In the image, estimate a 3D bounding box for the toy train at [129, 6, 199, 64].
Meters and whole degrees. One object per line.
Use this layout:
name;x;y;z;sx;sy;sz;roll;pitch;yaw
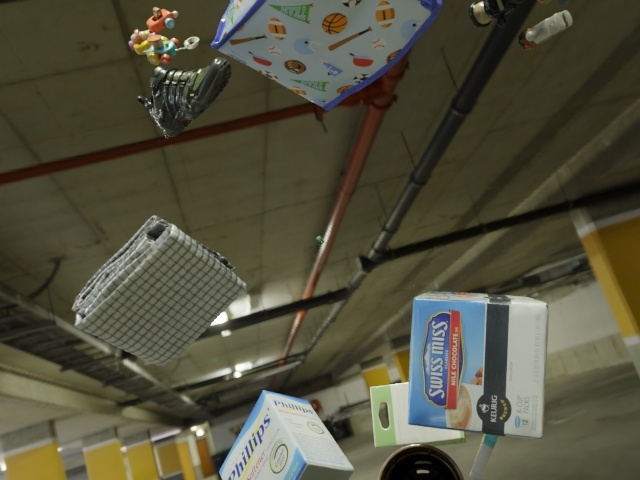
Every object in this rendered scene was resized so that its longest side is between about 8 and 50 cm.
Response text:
toy train;-0.317;-0.413;1.271;0.125;0.166;0.046;-38;-38;-10

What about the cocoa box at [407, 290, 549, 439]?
cocoa box;0.298;0.219;1.235;0.228;0.231;0.347;3;-2;14

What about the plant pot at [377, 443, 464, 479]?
plant pot;0.204;0.504;1.274;0.167;0.167;0.165;-19;-29;2

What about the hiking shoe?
hiking shoe;-0.258;-0.278;1.178;0.227;0.114;0.086;-30;24;40

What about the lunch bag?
lunch bag;0.014;-0.486;1.328;0.328;0.239;0.385;20;-20;-28

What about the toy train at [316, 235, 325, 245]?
toy train;0.000;0.000;1.586;0.017;0.023;0.083;-34;0;0

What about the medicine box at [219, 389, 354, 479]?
medicine box;-0.093;0.563;1.567;0.149;0.289;0.263;23;-80;-32

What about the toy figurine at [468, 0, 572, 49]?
toy figurine;0.451;-0.541;1.412;0.210;0.213;0.148;21;-13;-19

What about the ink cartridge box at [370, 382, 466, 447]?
ink cartridge box;0.259;0.464;1.719;0.235;0.171;0.056;-11;-33;14

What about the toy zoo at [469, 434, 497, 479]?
toy zoo;0.415;0.435;1.521;0.030;0.293;0.192;22;18;18

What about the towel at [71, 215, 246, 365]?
towel;-0.335;0.104;1.340;0.283;0.121;0.235;-45;-54;7
